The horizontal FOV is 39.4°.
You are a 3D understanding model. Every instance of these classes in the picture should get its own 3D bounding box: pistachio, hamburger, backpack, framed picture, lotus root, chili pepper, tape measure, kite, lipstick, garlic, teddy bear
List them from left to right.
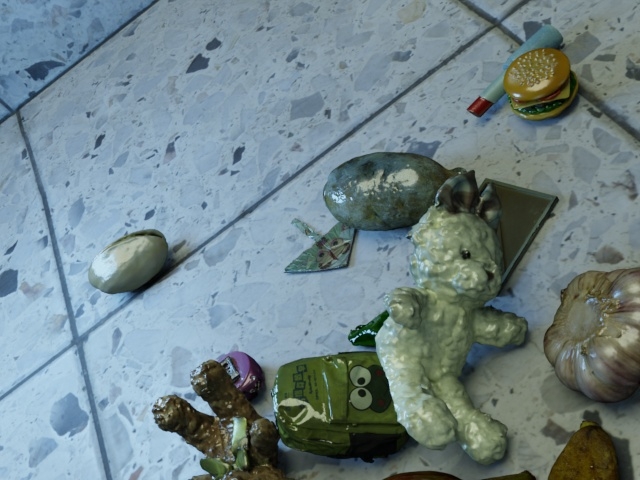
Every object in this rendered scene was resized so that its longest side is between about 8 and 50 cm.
[{"bbox_3d":[-0.485,0.056,2.271,0.226,0.136,0.136,-33,42,4],"label":"pistachio"},{"bbox_3d":[-0.180,0.407,1.676,0.246,0.296,0.222,-41,16,14],"label":"teddy bear"},{"bbox_3d":[-0.179,0.298,1.890,0.118,0.074,0.125,-40,44,-1],"label":"tape measure"},{"bbox_3d":[-0.001,-0.001,2.063,0.229,0.012,0.250,-41,41,-6],"label":"kite"},{"bbox_3d":[0.035,0.303,1.647,0.253,0.140,0.207,0,48,-4],"label":"backpack"},{"bbox_3d":[0.154,-0.109,1.935,0.350,0.175,0.175,-5,53,30],"label":"lotus root"},{"bbox_3d":[0.151,0.167,1.778,0.216,0.062,0.108,-15,42,26],"label":"chili pepper"},{"bbox_3d":[0.256,0.119,1.545,0.362,0.327,0.375,-55,35,18],"label":"teddy bear"},{"bbox_3d":[0.348,-0.012,1.820,0.184,0.016,0.250,19,68,43],"label":"framed picture"},{"bbox_3d":[0.435,-0.377,2.025,0.274,0.068,0.061,-45,48,-7],"label":"lipstick"},{"bbox_3d":[0.474,-0.336,1.929,0.162,0.115,0.162,-19,48,22],"label":"hamburger"},{"bbox_3d":[0.417,0.357,1.404,0.108,0.094,0.190,20,57,6],"label":"lotus root"},{"bbox_3d":[0.491,0.154,1.477,0.245,0.161,0.245,-56,21,35],"label":"garlic"}]

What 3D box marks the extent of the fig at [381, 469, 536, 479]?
[{"bbox_3d":[0.198,0.452,1.469,0.290,0.190,0.191,-17,32,-31],"label":"fig"}]
